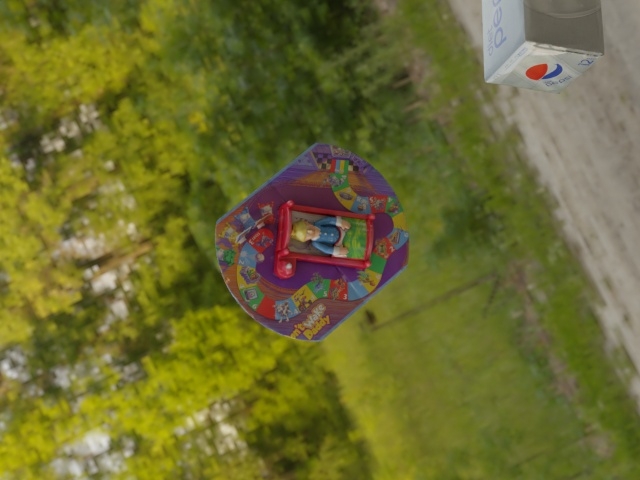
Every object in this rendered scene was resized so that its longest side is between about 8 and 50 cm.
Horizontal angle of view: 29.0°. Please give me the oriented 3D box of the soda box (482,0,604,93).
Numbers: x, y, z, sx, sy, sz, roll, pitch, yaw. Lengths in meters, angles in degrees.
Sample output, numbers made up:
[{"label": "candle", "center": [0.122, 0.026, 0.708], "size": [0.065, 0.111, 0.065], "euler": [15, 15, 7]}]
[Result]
[{"label": "soda box", "center": [0.225, -0.304, 1.286], "size": [0.098, 0.091, 0.286], "euler": [134, 139, -65]}]

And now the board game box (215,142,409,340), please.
[{"label": "board game box", "center": [0.000, 0.000, 1.026], "size": [0.133, 0.168, 0.033], "euler": [52, 164, -3]}]
